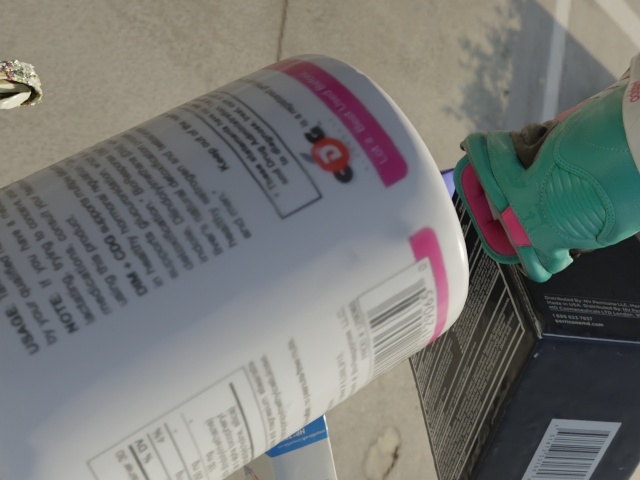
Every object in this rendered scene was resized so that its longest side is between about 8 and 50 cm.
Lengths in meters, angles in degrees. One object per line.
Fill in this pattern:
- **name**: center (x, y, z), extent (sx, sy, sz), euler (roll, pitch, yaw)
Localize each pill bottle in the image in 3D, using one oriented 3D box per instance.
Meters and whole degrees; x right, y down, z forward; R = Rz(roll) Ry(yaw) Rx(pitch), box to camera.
- **pill bottle**: center (-0.088, 0.040, 0.376), extent (0.283, 0.160, 0.160), euler (-29, 121, -21)

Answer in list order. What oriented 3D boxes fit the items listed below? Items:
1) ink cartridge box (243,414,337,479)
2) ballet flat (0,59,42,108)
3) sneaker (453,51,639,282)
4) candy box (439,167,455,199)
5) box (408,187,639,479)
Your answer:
- **ink cartridge box**: center (-0.037, 0.294, 1.010), extent (0.078, 0.134, 0.231), euler (-15, 101, -22)
- **ballet flat**: center (-0.534, -0.237, 1.296), extent (0.077, 0.091, 0.241), euler (49, 36, 12)
- **sneaker**: center (0.199, -0.056, 0.640), extent (0.124, 0.178, 0.295), euler (64, 29, -3)
- **candy box**: center (0.000, 0.000, 1.118), extent (0.268, 0.317, 0.122), euler (-19, 98, -45)
- **box**: center (0.231, 0.115, 0.916), extent (0.294, 0.182, 0.296), euler (-99, -162, -52)
